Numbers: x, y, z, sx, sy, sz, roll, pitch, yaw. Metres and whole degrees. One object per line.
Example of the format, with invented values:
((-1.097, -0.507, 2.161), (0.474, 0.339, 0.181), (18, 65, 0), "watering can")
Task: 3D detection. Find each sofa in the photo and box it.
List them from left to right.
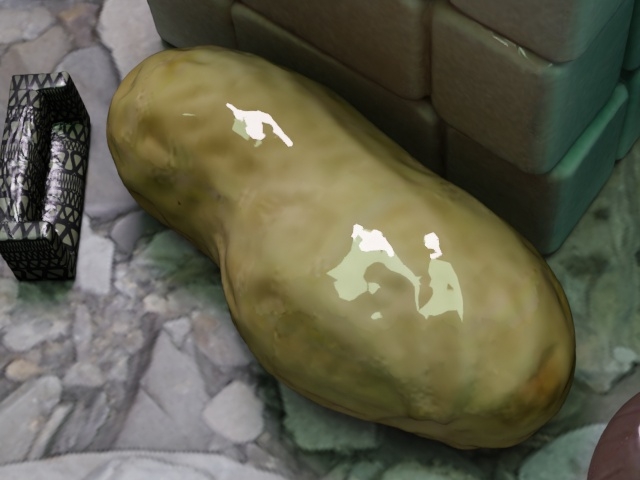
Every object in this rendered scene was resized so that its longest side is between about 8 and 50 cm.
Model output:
((-0.169, -0.040, 0.873), (0.039, 0.060, 0.117), (-3, 62, 8), "sofa")

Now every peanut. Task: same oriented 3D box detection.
((0.000, 0.000, 0.795), (0.319, 0.147, 0.147), (40, 72, 20), "peanut")

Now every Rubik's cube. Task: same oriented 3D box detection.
((0.089, -0.242, 0.815), (0.319, 0.316, 0.322), (32, 71, 19), "Rubik's cube")

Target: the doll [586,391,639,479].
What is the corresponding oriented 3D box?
((0.219, 0.148, 0.725), (0.145, 0.096, 0.188), (-21, 72, 2), "doll")
